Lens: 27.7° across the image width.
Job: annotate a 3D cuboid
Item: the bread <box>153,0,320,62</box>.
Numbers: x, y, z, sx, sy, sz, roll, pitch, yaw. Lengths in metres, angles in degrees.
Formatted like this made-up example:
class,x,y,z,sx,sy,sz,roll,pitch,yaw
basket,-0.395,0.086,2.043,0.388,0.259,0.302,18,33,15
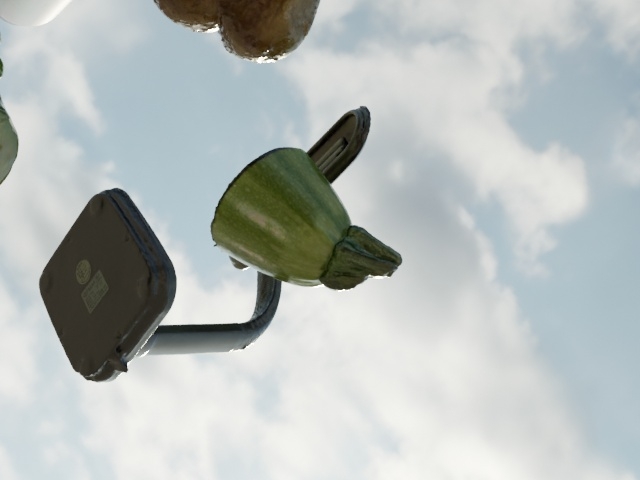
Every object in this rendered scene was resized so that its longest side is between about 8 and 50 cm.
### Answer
class,x,y,z,sx,sy,sz,roll,pitch,yaw
bread,-0.144,-0.272,1.039,0.344,0.124,0.084,37,-2,-2

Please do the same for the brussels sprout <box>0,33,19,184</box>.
class,x,y,z,sx,sy,sz,roll,pitch,yaw
brussels sprout,-0.286,-0.089,0.749,0.223,0.223,0.161,20,-57,32

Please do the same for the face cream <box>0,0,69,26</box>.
class,x,y,z,sx,sy,sz,roll,pitch,yaw
face cream,-0.290,-0.268,1.319,0.092,0.092,0.311,64,-17,-9

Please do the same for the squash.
class,x,y,z,sx,sy,sz,roll,pitch,yaw
squash,-0.003,0.005,0.996,0.132,0.105,0.105,40,-44,27

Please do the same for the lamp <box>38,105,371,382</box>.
class,x,y,z,sx,sy,sz,roll,pitch,yaw
lamp,-0.064,-0.006,0.996,0.124,0.283,0.203,47,-60,18
